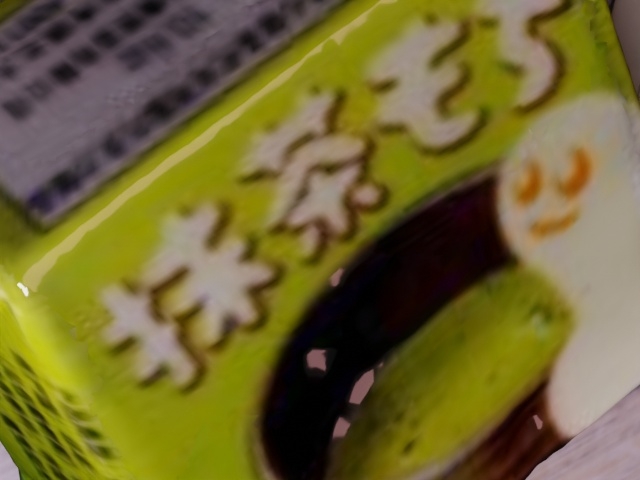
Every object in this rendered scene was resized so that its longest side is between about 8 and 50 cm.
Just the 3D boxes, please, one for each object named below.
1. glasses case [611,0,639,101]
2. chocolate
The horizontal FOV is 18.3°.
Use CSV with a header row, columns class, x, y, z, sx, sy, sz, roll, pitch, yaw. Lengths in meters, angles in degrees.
class,x,y,z,sx,sy,sz,roll,pitch,yaw
glasses case,0.230,-0.200,0.930,0.131,0.070,0.313,-2,113,-37
chocolate,0.000,0.000,0.812,0.301,0.137,0.289,-39,129,-16
